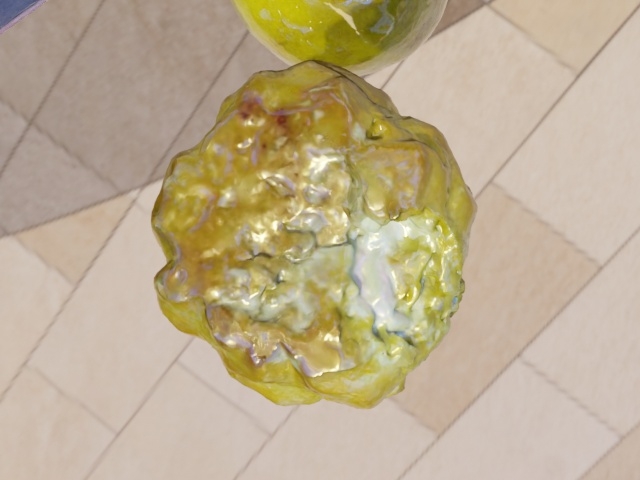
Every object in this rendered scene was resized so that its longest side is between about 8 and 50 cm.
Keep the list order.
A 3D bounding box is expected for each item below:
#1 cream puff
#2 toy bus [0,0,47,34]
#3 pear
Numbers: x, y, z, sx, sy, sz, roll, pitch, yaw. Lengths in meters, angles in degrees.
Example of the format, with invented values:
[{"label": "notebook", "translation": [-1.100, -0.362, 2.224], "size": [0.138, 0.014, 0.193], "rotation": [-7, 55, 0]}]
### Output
[{"label": "cream puff", "translation": [0.001, 0.001, 1.150], "size": [0.282, 0.185, 0.282], "rotation": [-2, 80, 14]}, {"label": "toy bus", "translation": [-0.208, -0.248, 0.623], "size": [0.233, 0.203, 0.427], "rotation": [46, 162, 11]}, {"label": "pear", "translation": [0.016, -0.296, 1.538], "size": [0.253, 0.307, 0.253], "rotation": [0, 86, -4]}]
